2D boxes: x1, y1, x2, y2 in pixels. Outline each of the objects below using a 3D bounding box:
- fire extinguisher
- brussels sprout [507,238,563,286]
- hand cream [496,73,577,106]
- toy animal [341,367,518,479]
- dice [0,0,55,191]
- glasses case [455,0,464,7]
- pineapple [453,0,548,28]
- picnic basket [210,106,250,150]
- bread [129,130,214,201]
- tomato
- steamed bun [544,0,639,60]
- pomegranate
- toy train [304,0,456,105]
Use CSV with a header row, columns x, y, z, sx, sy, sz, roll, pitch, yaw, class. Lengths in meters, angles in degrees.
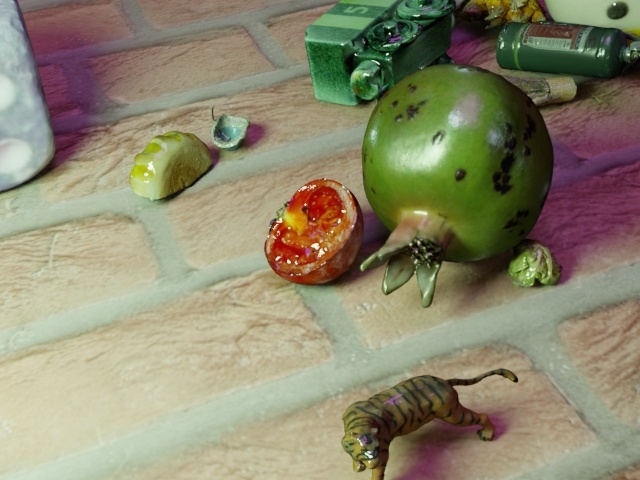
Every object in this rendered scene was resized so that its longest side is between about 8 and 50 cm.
x,y,z,sx,sy,sz,roll,pitch,yaw,class
0.462,-0.339,1.644,0.295,0.093,0.118,14,50,38,fire extinguisher
0.305,0.025,1.322,0.085,0.058,0.085,4,25,-2,brussels sprout
0.360,-0.258,1.631,0.203,0.084,0.084,-8,42,-20,hand cream
0.122,0.194,1.086,0.255,0.116,0.114,-24,48,-25,toy animal
-0.585,-0.239,1.466,0.270,0.271,0.270,-15,44,-16,dice
0.245,-0.477,1.845,0.193,0.049,0.074,-42,21,-10,glasses case
0.363,-0.453,1.841,0.164,0.140,0.249,-41,22,15,pineapple
-0.149,-0.188,1.546,0.065,0.083,0.083,14,46,8,picnic basket
-0.245,-0.127,1.474,0.083,0.094,0.157,27,57,22,bread
0.000,0.000,1.330,0.139,0.091,0.159,25,74,39,tomato
0.599,-0.506,1.711,0.374,0.333,0.333,0,42,4,steamed bun
0.184,-0.085,1.262,0.291,0.290,0.323,8,39,9,pomegranate
0.113,-0.349,1.676,0.238,0.166,0.299,14,41,31,toy train
